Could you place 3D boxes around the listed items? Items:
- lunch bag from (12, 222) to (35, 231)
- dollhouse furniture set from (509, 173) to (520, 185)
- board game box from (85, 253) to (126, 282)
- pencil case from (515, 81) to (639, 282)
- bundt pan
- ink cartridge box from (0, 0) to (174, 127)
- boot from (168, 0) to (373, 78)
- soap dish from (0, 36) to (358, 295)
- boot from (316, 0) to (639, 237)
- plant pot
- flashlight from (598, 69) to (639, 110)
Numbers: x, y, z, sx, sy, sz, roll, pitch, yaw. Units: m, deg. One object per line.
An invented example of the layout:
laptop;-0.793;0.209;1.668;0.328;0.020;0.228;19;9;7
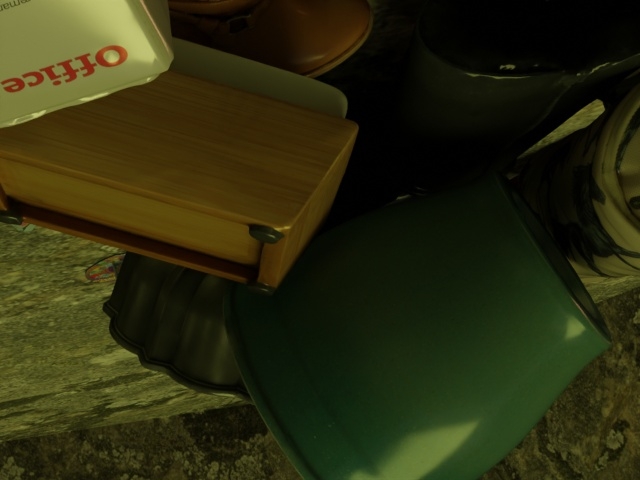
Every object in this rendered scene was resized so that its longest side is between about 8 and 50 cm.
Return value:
lunch bag;-0.261;-0.056;1.117;0.053;0.083;0.071;-4;163;-36
dollhouse furniture set;0.293;-0.010;1.529;0.201;0.152;0.374;-24;-178;34
board game box;-0.232;0.045;1.672;0.168;0.033;0.133;-9;165;-21
pencil case;0.291;-0.049;1.119;0.183;0.160;0.410;-31;177;-4
bundt pan;-0.072;0.048;1.386;0.330;0.124;0.331;11;-157;-5
ink cartridge box;-0.190;-0.161;0.565;0.172;0.100;0.237;-16;144;7
boot;-0.044;-0.175;0.902;0.197;0.073;0.152;-16;162;-13
soap dish;-0.129;-0.062;0.927;0.290;0.118;0.229;15;164;-1
boot;0.072;-0.098;1.081;0.367;0.146;0.445;-25;178;-12
plant pot;0.099;0.081;1.069;0.255;0.272;0.271;-34;162;14
flashlight;0.319;-0.166;1.276;0.103;0.103;0.304;-45;165;9
